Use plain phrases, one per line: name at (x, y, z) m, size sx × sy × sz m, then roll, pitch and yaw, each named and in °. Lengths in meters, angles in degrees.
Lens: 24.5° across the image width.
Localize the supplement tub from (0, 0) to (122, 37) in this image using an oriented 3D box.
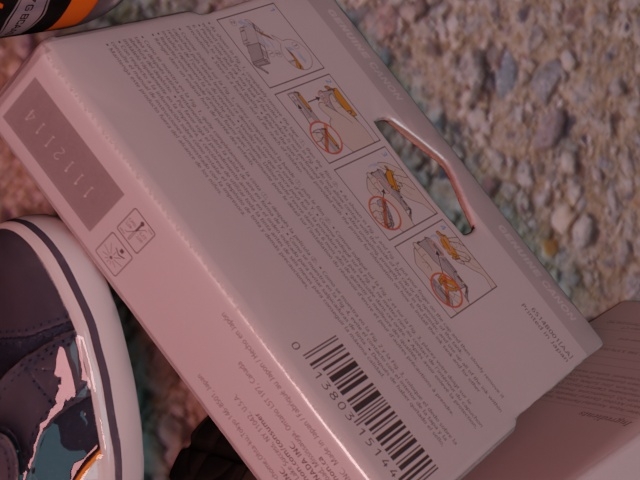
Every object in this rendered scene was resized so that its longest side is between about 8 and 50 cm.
supplement tub at (-0.206, -0.181, 0.674) m, size 0.316 × 0.194 × 0.193 m, roll -16°, pitch 101°, yaw -32°

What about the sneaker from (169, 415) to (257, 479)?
sneaker at (0.005, 0.106, 0.885) m, size 0.106 × 0.101 × 0.267 m, roll 44°, pitch 70°, yaw -30°

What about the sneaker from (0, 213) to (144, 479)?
sneaker at (-0.168, 0.151, 0.754) m, size 0.127 × 0.126 × 0.321 m, roll -9°, pitch 99°, yaw -39°

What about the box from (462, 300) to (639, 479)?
box at (0.173, 0.209, 0.960) m, size 0.345 × 0.168 × 0.215 m, roll -27°, pitch 107°, yaw -31°

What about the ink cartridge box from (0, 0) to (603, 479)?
ink cartridge box at (0.000, 0.000, 0.819) m, size 0.296 × 0.066 × 0.261 m, roll 53°, pitch 34°, yaw 8°
